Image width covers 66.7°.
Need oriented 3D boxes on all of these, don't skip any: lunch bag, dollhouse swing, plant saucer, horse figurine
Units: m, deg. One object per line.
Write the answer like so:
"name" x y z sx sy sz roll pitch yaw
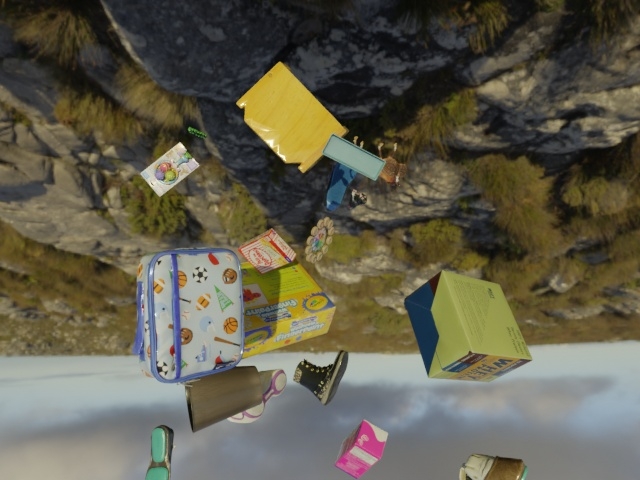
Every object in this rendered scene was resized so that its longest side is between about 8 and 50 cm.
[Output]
"lunch bag" -0.294 0.168 1.092 0.243 0.303 0.115 -1 177 -42
"dollhouse swing" -0.099 -0.457 1.891 0.315 0.347 0.305 -45 -176 -5
"plant saucer" 0.099 -0.247 1.439 0.192 0.067 0.018 24 -164 -20
"horse figurine" 0.208 -0.328 1.997 0.263 0.066 0.174 13 127 20

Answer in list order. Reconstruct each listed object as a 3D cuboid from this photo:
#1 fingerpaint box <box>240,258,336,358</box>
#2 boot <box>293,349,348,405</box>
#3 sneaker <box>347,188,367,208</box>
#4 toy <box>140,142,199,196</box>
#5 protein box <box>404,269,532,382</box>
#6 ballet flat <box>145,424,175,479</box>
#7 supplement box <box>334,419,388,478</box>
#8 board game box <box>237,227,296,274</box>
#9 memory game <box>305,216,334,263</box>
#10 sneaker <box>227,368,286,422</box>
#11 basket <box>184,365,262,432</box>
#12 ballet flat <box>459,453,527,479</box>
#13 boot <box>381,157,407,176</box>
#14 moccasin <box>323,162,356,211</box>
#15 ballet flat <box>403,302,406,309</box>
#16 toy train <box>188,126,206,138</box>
"fingerpaint box" -0.229 0.256 1.982 0.445 0.371 0.163 -11 132 -35
"boot" -0.002 0.503 1.901 0.179 0.236 0.085 27 -165 26
"sneaker" 0.172 -0.186 2.185 0.077 0.072 0.178 16 -154 4
"toy" -0.694 -0.324 2.226 0.237 0.137 0.056 -37 -171 1
"protein box" 0.330 0.200 1.106 0.201 0.199 0.136 14 138 -32
"ballet flat" -0.433 0.611 1.330 0.074 0.203 0.074 0 164 0
"supplement box" 0.154 0.801 1.862 0.114 0.111 0.220 30 130 2
"board game box" -0.211 0.046 1.906 0.194 0.045 0.147 -24 116 40
"memory game" 0.000 0.000 1.814 0.012 0.186 0.186 24 179 27
"sneaker" -0.257 0.576 1.803 0.152 0.114 0.305 -7 -171 34
"basket" -0.312 0.492 1.573 0.227 0.204 0.154 -6 152 -21
"ballet flat" 0.441 0.641 1.311 0.124 0.116 0.342 32 150 23
"boot" 0.226 -0.253 1.672 0.085 0.059 0.158 21 -172 32
"moccasin" 0.083 -0.299 2.539 0.138 0.342 0.117 32 155 -7
"ballet flat" 0.346 0.232 1.696 0.114 0.041 0.041 -4 168 29
"toy train" -0.461 -0.404 1.825 0.017 0.023 0.083 -47 151 19
